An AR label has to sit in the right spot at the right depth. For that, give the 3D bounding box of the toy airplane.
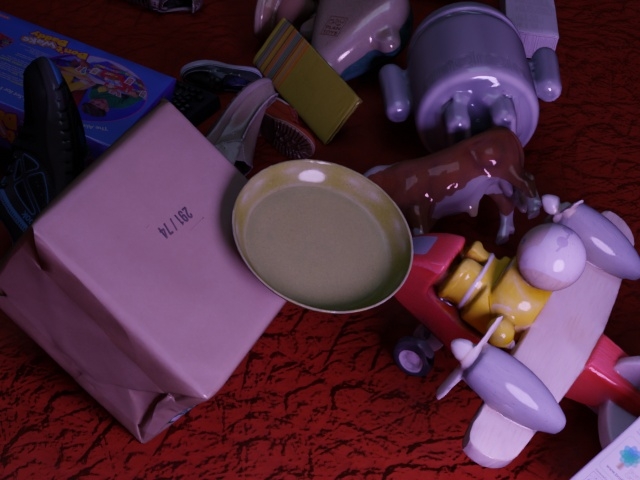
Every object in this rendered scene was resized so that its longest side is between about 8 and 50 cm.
[{"bbox_3d":[0.297,0.103,1.598,0.384,0.272,0.386,-6,43,-15],"label":"toy airplane"}]

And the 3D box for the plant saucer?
[{"bbox_3d":[0.000,0.000,1.604,0.241,0.037,0.241,10,52,-13],"label":"plant saucer"}]

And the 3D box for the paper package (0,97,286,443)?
[{"bbox_3d":[-0.208,0.034,1.599,0.309,0.168,0.325,44,44,-6],"label":"paper package"}]

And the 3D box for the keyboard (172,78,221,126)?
[{"bbox_3d":[-0.271,-0.163,2.004,0.201,0.033,0.317,27,46,21],"label":"keyboard"}]

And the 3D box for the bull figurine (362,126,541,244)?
[{"bbox_3d":[0.174,-0.061,1.858,0.310,0.101,0.188,-25,70,-1],"label":"bull figurine"}]

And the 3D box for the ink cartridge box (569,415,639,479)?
[{"bbox_3d":[0.467,0.253,1.462,0.311,0.065,0.186,-40,65,-8],"label":"ink cartridge box"}]

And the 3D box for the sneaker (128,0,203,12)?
[{"bbox_3d":[-0.310,-0.461,2.308,0.188,0.066,0.071,4,42,-3],"label":"sneaker"}]

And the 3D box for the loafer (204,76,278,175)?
[{"bbox_3d":[-0.140,-0.144,1.946,0.092,0.102,0.268,39,63,-6],"label":"loafer"}]

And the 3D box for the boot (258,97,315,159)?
[{"bbox_3d":[-0.054,-0.190,2.046,0.158,0.059,0.084,34,43,29],"label":"boot"}]

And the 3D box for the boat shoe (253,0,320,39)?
[{"bbox_3d":[-0.014,-0.464,2.311,0.110,0.121,0.341,21,42,17],"label":"boat shoe"}]

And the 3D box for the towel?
[{"bbox_3d":[-0.025,-0.271,2.105,0.021,0.102,0.237,10,34,-51],"label":"towel"}]

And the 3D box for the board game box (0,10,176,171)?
[{"bbox_3d":[-0.432,-0.231,1.933,0.347,0.078,0.233,22,38,6],"label":"board game box"}]

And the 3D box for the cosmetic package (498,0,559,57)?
[{"bbox_3d":[0.394,-0.434,2.378,0.099,0.060,0.239,9,41,-1],"label":"cosmetic package"}]

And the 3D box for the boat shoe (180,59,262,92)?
[{"bbox_3d":[-0.169,-0.278,2.135,0.142,0.049,0.040,2,42,-9],"label":"boat shoe"}]

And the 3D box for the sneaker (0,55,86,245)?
[{"bbox_3d":[-0.398,-0.091,1.735,0.140,0.125,0.341,-8,79,3],"label":"sneaker"}]

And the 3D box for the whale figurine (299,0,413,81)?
[{"bbox_3d":[0.057,-0.338,2.193,0.216,0.141,0.272,14,61,35],"label":"whale figurine"}]

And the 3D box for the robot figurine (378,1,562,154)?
[{"bbox_3d":[0.248,-0.260,2.055,0.300,0.200,0.353,-4,41,1],"label":"robot figurine"}]
